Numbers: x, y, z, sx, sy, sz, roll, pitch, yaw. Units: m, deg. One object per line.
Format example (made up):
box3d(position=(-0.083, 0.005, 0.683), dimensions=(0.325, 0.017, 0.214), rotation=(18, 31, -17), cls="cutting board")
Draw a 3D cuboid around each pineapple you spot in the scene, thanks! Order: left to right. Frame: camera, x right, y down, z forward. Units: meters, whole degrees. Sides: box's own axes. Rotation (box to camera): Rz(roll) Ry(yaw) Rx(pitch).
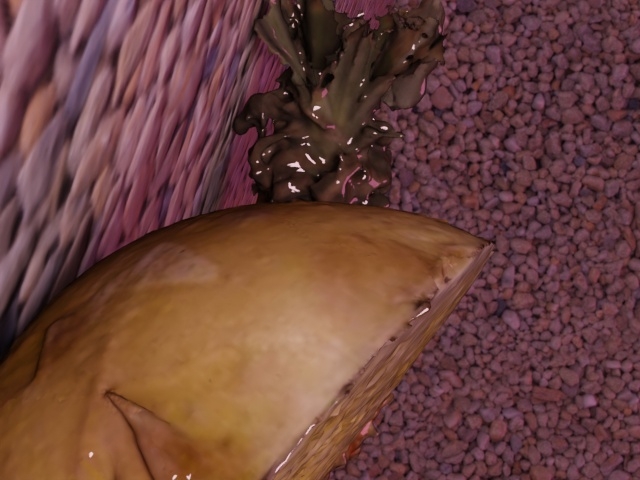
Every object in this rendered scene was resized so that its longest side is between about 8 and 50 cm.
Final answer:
box3d(position=(0.000, 0.000, 0.821), dimensions=(0.175, 0.175, 0.361), rotation=(-67, 177, -64), cls="pineapple")

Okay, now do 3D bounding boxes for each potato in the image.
box3d(position=(-0.069, 0.086, 0.444), dimensions=(0.239, 0.116, 0.299), rotation=(-44, 168, -51), cls="potato")
